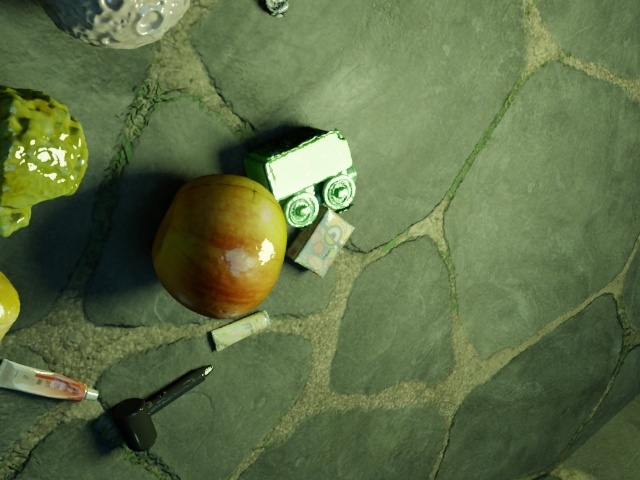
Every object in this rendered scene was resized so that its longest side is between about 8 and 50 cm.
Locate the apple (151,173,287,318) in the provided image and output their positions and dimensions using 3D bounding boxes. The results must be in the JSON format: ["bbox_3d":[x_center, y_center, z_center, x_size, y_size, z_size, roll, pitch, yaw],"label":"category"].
[{"bbox_3d":[-0.198,0.007,1.535,0.233,0.286,0.285,17,101,-22],"label":"apple"}]

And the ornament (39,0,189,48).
[{"bbox_3d":[-0.326,-0.420,1.240,0.260,0.259,0.225,-6,110,-35],"label":"ornament"}]

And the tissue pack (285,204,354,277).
[{"bbox_3d":[0.000,0.000,1.825,0.109,0.060,0.148,35,88,-41],"label":"tissue pack"}]

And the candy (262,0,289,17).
[{"bbox_3d":[-0.055,-0.546,1.523,0.094,0.051,0.226,10,108,-51],"label":"candy"}]

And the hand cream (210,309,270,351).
[{"bbox_3d":[-0.183,0.204,1.806,0.143,0.039,0.061,-25,127,-20],"label":"hand cream"}]

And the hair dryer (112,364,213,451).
[{"bbox_3d":[-0.340,0.361,1.755,0.248,0.071,0.114,-33,127,-31],"label":"hair dryer"}]

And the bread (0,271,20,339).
[{"bbox_3d":[-0.620,0.107,1.329,0.197,0.197,0.170,27,101,-42],"label":"bread"}]

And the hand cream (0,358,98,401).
[{"bbox_3d":[-0.545,0.287,1.574,0.216,0.038,0.052,24,69,-38],"label":"hand cream"}]

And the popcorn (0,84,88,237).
[{"bbox_3d":[-0.516,-0.137,1.260,0.270,0.224,0.257,-44,139,-20],"label":"popcorn"}]

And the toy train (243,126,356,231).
[{"bbox_3d":[-0.038,-0.138,1.687,0.243,0.132,0.188,-26,117,-25],"label":"toy train"}]
